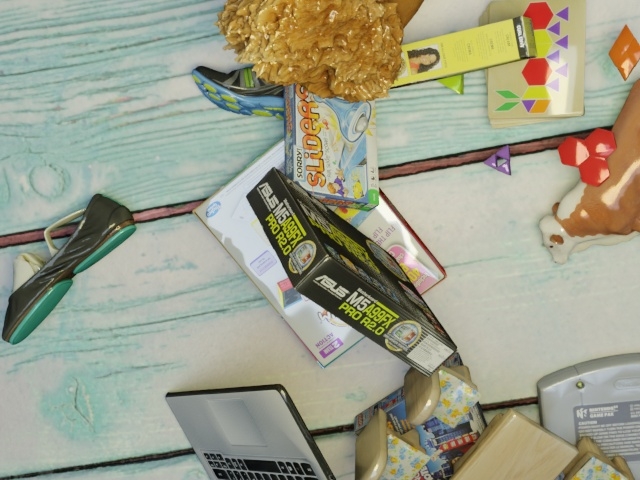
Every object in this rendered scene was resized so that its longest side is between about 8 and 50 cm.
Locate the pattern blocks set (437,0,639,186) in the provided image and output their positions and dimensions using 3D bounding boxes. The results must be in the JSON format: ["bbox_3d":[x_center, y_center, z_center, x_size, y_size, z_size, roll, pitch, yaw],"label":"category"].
[{"bbox_3d":[0.305,-0.251,1.273,0.286,0.026,0.324,10,97,21],"label":"pattern blocks set"}]

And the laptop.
[{"bbox_3d":[-0.132,0.441,1.265,0.236,0.382,0.407,-32,98,-33],"label":"laptop"}]

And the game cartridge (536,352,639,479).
[{"bbox_3d":[0.487,0.272,1.379,0.294,0.060,0.196,-6,103,5],"label":"game cartridge"}]

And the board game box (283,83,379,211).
[{"bbox_3d":[0.014,-0.148,1.274,0.136,0.035,0.201,7,71,-27],"label":"board game box"}]

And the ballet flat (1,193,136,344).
[{"bbox_3d":[-0.409,0.036,1.394,0.280,0.095,0.096,-44,84,0],"label":"ballet flat"}]

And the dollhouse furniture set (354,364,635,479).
[{"bbox_3d":[0.205,0.428,1.272,0.362,0.256,0.394,31,110,-9],"label":"dollhouse furniture set"}]

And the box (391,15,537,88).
[{"bbox_3d":[0.180,-0.260,1.261,0.232,0.087,0.058,-9,97,24],"label":"box"}]

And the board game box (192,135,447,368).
[{"bbox_3d":[0.000,0.000,1.361,0.242,0.064,0.316,-37,95,10],"label":"board game box"}]

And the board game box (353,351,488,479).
[{"bbox_3d":[0.161,0.299,1.404,0.194,0.060,0.194,-21,102,11],"label":"board game box"}]

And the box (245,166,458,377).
[{"bbox_3d":[0.041,0.041,1.167,0.060,0.216,0.270,-45,127,12],"label":"box"}]

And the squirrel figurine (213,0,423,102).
[{"bbox_3d":[0.017,-0.374,1.088,0.281,0.370,0.396,3,75,7],"label":"squirrel figurine"}]

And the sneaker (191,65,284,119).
[{"bbox_3d":[-0.099,-0.231,1.335,0.188,0.067,0.078,11,71,10],"label":"sneaker"}]

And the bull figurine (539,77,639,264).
[{"bbox_3d":[0.454,-0.080,1.295,0.189,0.101,0.310,25,103,-4],"label":"bull figurine"}]
